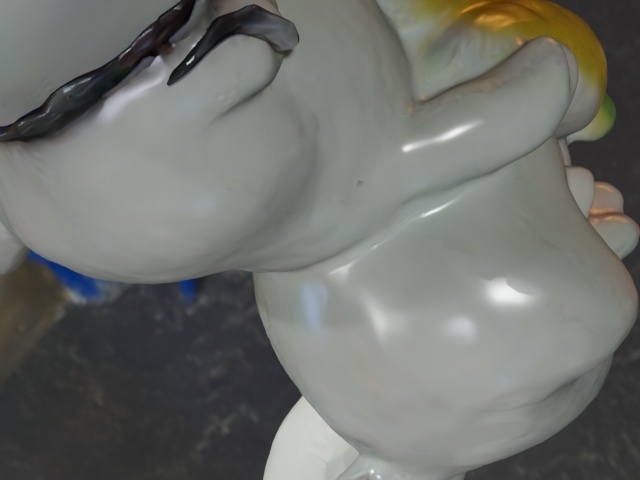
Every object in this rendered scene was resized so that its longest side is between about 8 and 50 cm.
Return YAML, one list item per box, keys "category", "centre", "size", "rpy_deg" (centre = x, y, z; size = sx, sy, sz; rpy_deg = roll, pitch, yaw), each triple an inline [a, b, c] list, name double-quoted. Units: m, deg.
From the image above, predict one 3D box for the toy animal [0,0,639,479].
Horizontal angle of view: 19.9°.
- category: "toy animal"
  centre: [0.006, -0.003, 0.665]
  size: [0.247, 0.310, 0.183]
  rpy_deg: [-44, 36, -1]
